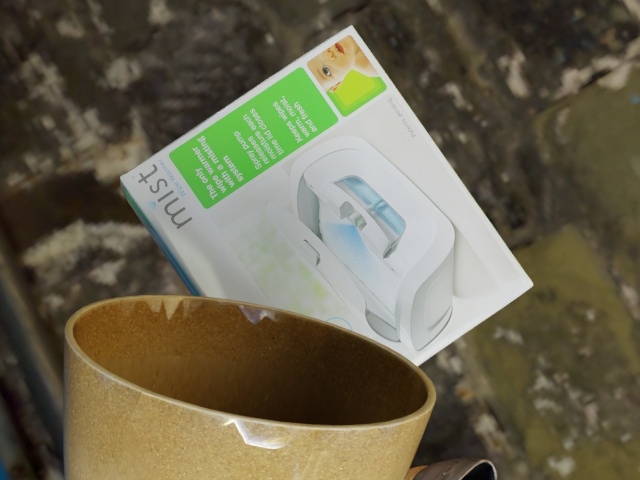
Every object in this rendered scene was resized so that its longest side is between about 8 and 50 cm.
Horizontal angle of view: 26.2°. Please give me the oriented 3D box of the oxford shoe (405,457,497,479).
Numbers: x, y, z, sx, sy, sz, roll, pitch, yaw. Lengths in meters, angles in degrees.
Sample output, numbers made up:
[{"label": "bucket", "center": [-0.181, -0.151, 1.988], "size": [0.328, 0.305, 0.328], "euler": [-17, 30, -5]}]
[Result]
[{"label": "oxford shoe", "center": [0.086, 0.292, 1.116], "size": [0.097, 0.098, 0.271], "euler": [35, -133, -25]}]

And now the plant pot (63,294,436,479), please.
[{"label": "plant pot", "center": [-0.068, 0.190, 0.897], "size": [0.237, 0.237, 0.254], "euler": [-118, 39, -73]}]

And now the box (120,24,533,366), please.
[{"label": "box", "center": [0.000, 0.000, 1.144], "size": [0.262, 0.231, 0.127], "euler": [56, 172, 3]}]
